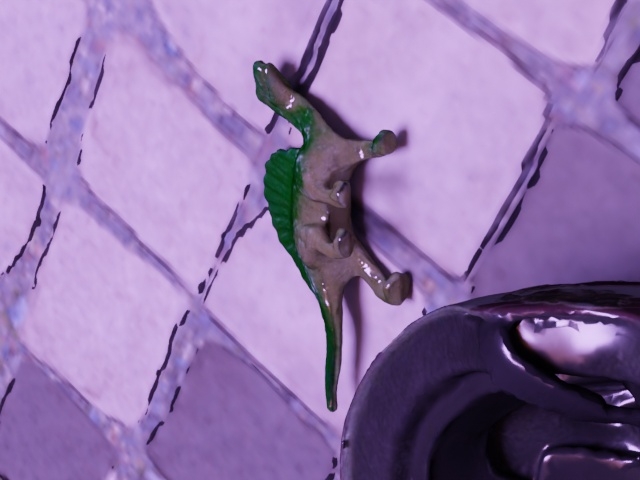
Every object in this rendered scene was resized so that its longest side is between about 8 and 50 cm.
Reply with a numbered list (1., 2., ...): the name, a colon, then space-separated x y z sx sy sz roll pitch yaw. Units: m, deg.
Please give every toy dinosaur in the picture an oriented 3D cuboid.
1. toy dinosaur: 0.000 -0.001 0.473 0.060 0.029 0.119 25 129 48

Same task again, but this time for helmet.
1. helmet: 0.097 0.077 0.369 0.177 0.107 0.153 18 122 55
